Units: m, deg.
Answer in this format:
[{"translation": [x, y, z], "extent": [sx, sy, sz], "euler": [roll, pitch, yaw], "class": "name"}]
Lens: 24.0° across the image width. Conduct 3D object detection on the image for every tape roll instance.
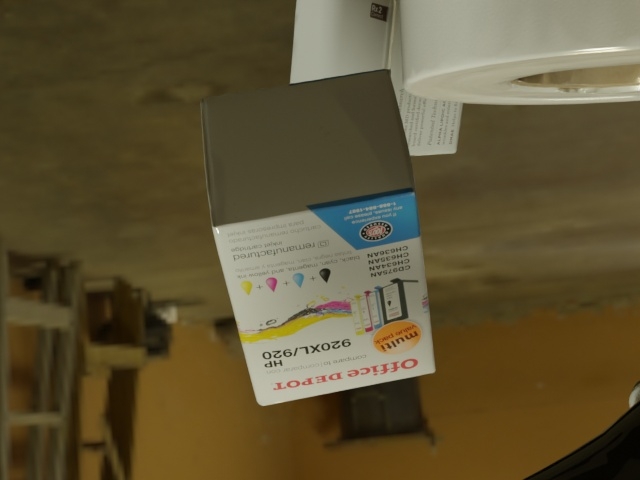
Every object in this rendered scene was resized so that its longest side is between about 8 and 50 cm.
[{"translation": [0.188, -0.147, 0.926], "extent": [0.286, 0.100, 0.286], "euler": [-3, 180, 0], "class": "tape roll"}]

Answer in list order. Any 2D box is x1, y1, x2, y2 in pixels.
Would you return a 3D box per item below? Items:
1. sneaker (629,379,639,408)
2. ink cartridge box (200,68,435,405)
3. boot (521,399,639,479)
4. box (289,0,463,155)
[{"translation": [0.419, 0.341, 1.370], "extent": [0.447, 0.257, 0.169], "euler": [39, 142, -18], "class": "sneaker"}, {"translation": [0.000, 0.000, 1.323], "extent": [0.171, 0.168, 0.233], "euler": [-10, 135, 0], "class": "ink cartridge box"}, {"translation": [0.162, 0.200, 0.468], "extent": [0.284, 0.377, 0.138], "euler": [-38, 145, -2], "class": "boot"}, {"translation": [0.063, -0.200, 1.662], "extent": [0.119, 0.182, 0.181], "euler": [-5, -160, -33], "class": "box"}]
